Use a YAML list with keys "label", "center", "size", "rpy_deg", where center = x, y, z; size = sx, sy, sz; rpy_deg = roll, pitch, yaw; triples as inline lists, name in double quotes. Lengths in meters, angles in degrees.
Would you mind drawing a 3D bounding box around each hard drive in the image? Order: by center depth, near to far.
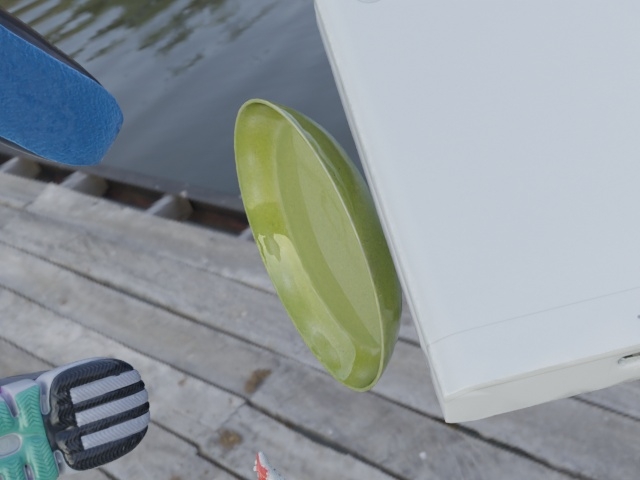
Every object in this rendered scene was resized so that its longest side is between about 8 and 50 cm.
- label: "hard drive"
  center: [0.125, -0.062, 0.517]
  size: [0.202, 0.040, 0.308]
  rpy_deg: [-14, 52, -1]

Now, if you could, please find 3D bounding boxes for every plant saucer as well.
- label: "plant saucer"
  center: [0.000, 0.000, 0.709]
  size: [0.037, 0.241, 0.241]
  rpy_deg: [-22, 32, -18]

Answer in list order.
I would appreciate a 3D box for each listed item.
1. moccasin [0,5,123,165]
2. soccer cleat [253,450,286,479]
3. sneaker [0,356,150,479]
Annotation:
- label: "moccasin"
  center: [-0.331, -0.163, 0.767]
  size: [0.138, 0.342, 0.116]
  rpy_deg: [-54, 38, -6]
- label: "soccer cleat"
  center: [-0.035, 0.229, 0.828]
  size: [0.035, 0.083, 0.029]
  rpy_deg: [-19, 4, 2]
- label: "sneaker"
  center: [-0.215, 0.124, 0.524]
  size: [0.223, 0.083, 0.098]
  rpy_deg: [-9, -2, -34]
